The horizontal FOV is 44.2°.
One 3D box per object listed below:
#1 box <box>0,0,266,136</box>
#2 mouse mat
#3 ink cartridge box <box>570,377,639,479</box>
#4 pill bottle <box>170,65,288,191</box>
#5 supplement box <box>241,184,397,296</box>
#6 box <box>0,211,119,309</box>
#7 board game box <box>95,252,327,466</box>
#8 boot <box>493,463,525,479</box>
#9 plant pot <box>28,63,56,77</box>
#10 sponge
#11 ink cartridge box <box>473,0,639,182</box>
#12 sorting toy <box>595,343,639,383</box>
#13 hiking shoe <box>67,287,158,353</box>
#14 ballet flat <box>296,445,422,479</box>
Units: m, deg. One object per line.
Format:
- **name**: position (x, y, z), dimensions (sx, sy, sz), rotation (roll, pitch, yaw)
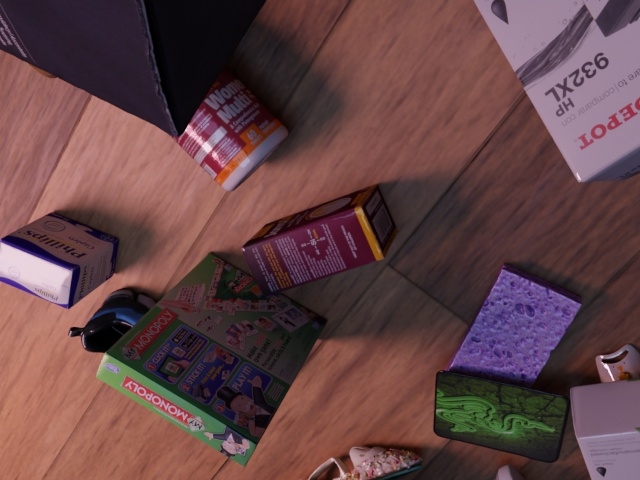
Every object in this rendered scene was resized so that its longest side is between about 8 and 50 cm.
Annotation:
- **box**: position (-0.237, -0.443, 0.759), dimensions (0.472, 0.297, 0.479), rotation (27, 72, 6)
- **mouse mat**: position (0.259, 0.258, 1.152), dimensions (0.190, 0.007, 0.152), rotation (10, 131, 18)
- **ink cartridge box**: position (0.442, 0.287, 1.056), dimensions (0.160, 0.092, 0.219), rotation (-14, 125, 22)
- **pill bottle**: position (-0.159, -0.182, 1.064), dimensions (0.221, 0.121, 0.121), rotation (45, 116, -5)
- **supplement box**: position (0.000, 0.000, 1.099), dimensions (0.188, 0.104, 0.080), rotation (-19, 104, 22)
- **box**: position (-0.400, 0.027, 1.209), dimensions (0.126, 0.137, 0.072), rotation (21, 115, 8)
- **board game box**: position (-0.130, 0.143, 1.076), dimensions (0.214, 0.317, 0.046), rotation (30, 117, 4)
- **boot**: position (0.293, 0.466, 1.203), dimensions (0.123, 0.095, 0.258), rotation (-25, 103, 17)
- **plant pot**: position (-0.263, -0.357, 0.985), dimensions (0.255, 0.237, 0.237), rotation (-17, 106, 7)
- **sponge**: position (0.267, 0.144, 1.119), dimensions (0.117, 0.031, 0.210), rotation (25, 116, 6)
- **ink cartridge box**: position (0.306, -0.244, 0.812), dimensions (0.223, 0.129, 0.307), rotation (-36, 72, 37)
- **sorting toy**: position (0.421, 0.186, 1.091), dimensions (0.083, 0.045, 0.075), rotation (-29, 82, 24)
- **hiking shoe**: position (-0.222, 0.174, 1.218), dimensions (0.304, 0.132, 0.113), rotation (14, 114, 11)
- **ballet flat**: position (0.047, 0.373, 1.253), dimensions (0.241, 0.091, 0.077), rotation (-33, 67, 20)
